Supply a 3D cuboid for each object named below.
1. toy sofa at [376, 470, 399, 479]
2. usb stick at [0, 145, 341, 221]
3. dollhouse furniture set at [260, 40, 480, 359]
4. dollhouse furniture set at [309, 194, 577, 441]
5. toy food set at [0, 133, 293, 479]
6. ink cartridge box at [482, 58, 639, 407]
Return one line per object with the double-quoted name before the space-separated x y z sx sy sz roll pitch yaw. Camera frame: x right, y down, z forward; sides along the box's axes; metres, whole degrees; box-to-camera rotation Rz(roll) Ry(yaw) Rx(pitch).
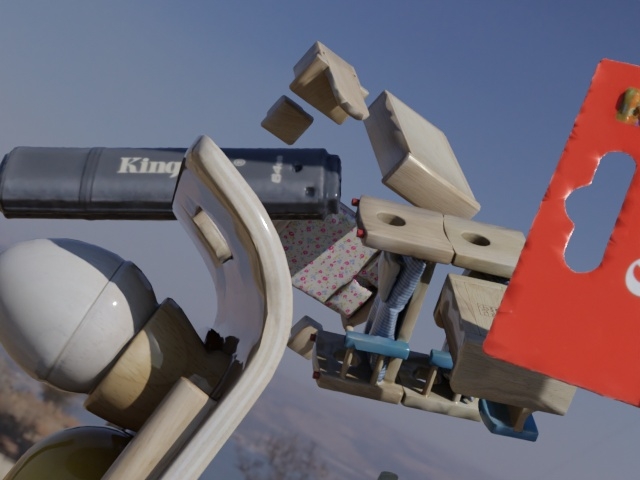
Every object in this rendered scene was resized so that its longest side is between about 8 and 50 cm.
"toy sofa" 0.189 0.286 0.728 0.362 0.150 0.177 6 31 14
"usb stick" -0.122 -0.046 0.888 0.278 0.045 0.077 1 36 2
"dollhouse furniture set" 0.000 0.000 1.334 0.303 0.355 0.174 34 22 -27
"dollhouse furniture set" 0.072 0.074 0.736 0.129 0.129 0.184 13 25 -8
"toy food set" -0.131 0.102 0.407 0.092 0.306 0.220 39 -9 -5
"ink cartridge box" 0.211 0.002 0.475 0.232 0.189 0.066 21 -27 13
